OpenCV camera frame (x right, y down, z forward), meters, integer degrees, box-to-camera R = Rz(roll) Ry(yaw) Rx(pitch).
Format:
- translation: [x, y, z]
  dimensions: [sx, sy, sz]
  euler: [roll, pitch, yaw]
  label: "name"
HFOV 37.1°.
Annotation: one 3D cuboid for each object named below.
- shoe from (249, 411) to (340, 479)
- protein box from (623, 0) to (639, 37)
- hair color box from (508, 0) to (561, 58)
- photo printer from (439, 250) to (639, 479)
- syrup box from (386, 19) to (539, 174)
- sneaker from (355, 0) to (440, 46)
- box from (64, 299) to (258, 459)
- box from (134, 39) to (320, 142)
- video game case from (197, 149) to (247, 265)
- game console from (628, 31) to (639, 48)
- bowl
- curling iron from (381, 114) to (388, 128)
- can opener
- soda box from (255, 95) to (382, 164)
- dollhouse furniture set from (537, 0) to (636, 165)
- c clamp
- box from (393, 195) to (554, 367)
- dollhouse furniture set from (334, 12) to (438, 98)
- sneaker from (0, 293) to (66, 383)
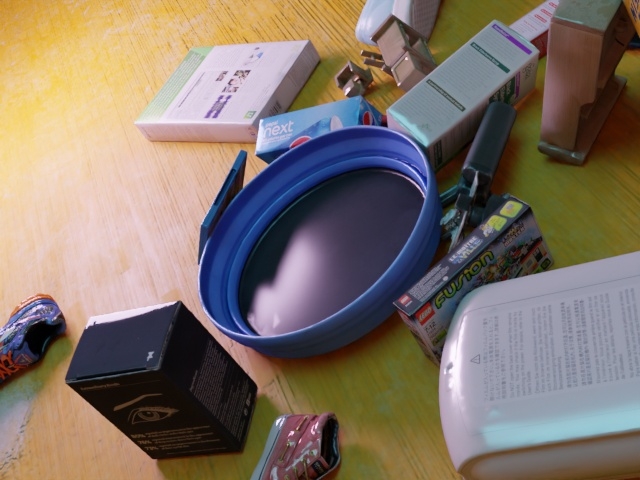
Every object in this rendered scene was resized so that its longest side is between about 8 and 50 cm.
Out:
- translation: [-0.031, 0.284, 1.152]
  dimensions: [0.081, 0.063, 0.178]
  euler: [-13, 39, 30]
  label: "shoe"
- translation: [0.457, -0.292, 1.053]
  dimensions: [0.200, 0.136, 0.201]
  euler: [-10, 55, 2]
  label: "protein box"
- translation: [0.355, -0.338, 1.545]
  dimensions: [0.141, 0.043, 0.072]
  euler: [-34, 39, 1]
  label: "hair color box"
- translation: [0.281, 0.144, 1.051]
  dimensions: [0.308, 0.107, 0.256]
  euler: [-15, 42, 22]
  label: "photo printer"
- translation: [0.217, -0.216, 1.445]
  dimensions: [0.237, 0.093, 0.096]
  euler: [-40, 65, -12]
  label: "syrup box"
- translation: [0.155, -0.504, 1.778]
  dimensions: [0.150, 0.135, 0.366]
  euler: [2, 50, 29]
  label: "sneaker"
- translation: [-0.203, 0.188, 1.253]
  dimensions: [0.153, 0.207, 0.108]
  euler: [-10, 45, 26]
  label: "box"
- translation: [-0.184, -0.289, 1.851]
  dimensions: [0.322, 0.058, 0.232]
  euler: [7, 54, 37]
  label: "box"
- translation: [-0.160, -0.053, 1.553]
  dimensions: [0.015, 0.119, 0.166]
  euler: [21, 56, 4]
  label: "video game case"
- translation: [0.537, -0.433, 1.429]
  dimensions: [0.293, 0.250, 0.173]
  euler: [-50, 15, -20]
  label: "game console"
- translation: [0.000, 0.000, 1.388]
  dimensions: [0.391, 0.077, 0.391]
  euler: [-23, 41, 21]
  label: "bowl"
- translation: [0.085, -0.187, 1.579]
  dimensions: [0.274, 0.035, 0.068]
  euler: [16, 59, 42]
  label: "curling iron"
- translation: [0.233, -0.082, 1.331]
  dimensions: [0.093, 0.074, 0.280]
  euler: [18, 50, 5]
  label: "can opener"
- translation: [-0.005, -0.175, 1.574]
  dimensions: [0.210, 0.067, 0.071]
  euler: [-8, 64, 36]
  label: "soda box"
- translation: [0.500, -0.187, 1.214]
  dimensions: [0.394, 0.256, 0.362]
  euler: [23, 63, 22]
  label: "dollhouse furniture set"
- translation: [0.197, -0.034, 1.357]
  dimensions: [0.161, 0.022, 0.137]
  euler: [-29, 40, 5]
  label: "c clamp"
- translation: [0.195, 0.053, 1.198]
  dimensions: [0.207, 0.114, 0.036]
  euler: [-42, 40, -9]
  label: "box"
- translation: [0.122, -0.257, 1.611]
  dimensions: [0.161, 0.101, 0.182]
  euler: [-45, 35, 26]
  label: "dollhouse furniture set"
- translation: [-0.510, 0.183, 1.570]
  dimensions: [0.087, 0.083, 0.221]
  euler: [26, 69, 41]
  label: "sneaker"
